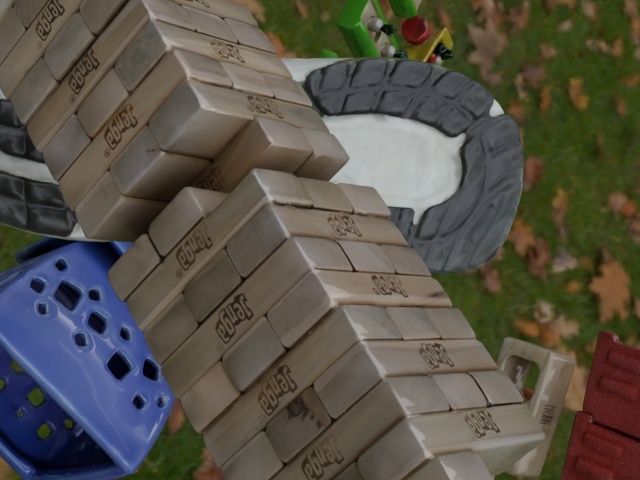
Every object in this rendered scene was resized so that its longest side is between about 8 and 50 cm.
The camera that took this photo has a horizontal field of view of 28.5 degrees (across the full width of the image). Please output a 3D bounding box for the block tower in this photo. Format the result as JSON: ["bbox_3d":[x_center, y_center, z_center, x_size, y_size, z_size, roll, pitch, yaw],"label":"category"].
[{"bbox_3d":[-0.038,-0.012,0.548,0.097,0.091,0.335,5,46,-52],"label":"block tower"}]

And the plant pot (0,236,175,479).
[{"bbox_3d":[-0.274,0.113,1.377,0.236,0.236,0.212,51,54,-16],"label":"plant pot"}]

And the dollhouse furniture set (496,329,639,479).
[{"bbox_3d":[0.250,0.157,1.210,0.201,0.374,0.152,16,90,-40],"label":"dollhouse furniture set"}]

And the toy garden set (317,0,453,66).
[{"bbox_3d":[0.054,-0.136,1.162,0.244,0.049,0.204,-64,159,-10],"label":"toy garden set"}]

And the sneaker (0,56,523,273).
[{"bbox_3d":[-0.090,-0.058,0.803,0.410,0.182,0.158,14,84,-11],"label":"sneaker"}]
